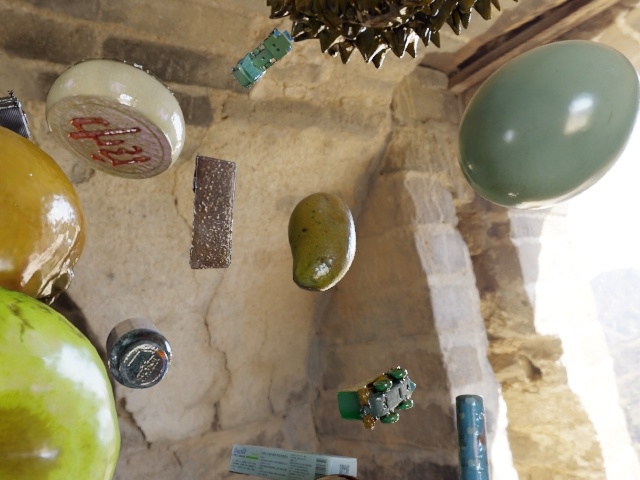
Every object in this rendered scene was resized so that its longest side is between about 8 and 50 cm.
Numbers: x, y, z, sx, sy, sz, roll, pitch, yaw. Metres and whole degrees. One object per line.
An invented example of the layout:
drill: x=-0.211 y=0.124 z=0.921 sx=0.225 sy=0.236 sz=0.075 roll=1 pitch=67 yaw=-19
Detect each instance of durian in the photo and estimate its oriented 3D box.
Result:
durian: x=0.052 y=-0.211 z=0.412 sx=0.191 sy=0.112 sz=0.341 roll=23 pitch=3 yaw=-35

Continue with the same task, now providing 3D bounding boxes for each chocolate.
chocolate: x=-0.294 y=-0.079 z=1.343 sx=0.112 sy=0.320 sz=0.112 roll=3 pitch=1 yaw=-5

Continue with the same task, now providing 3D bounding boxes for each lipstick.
lipstick: x=0.244 y=0.331 z=0.774 sx=0.048 sy=0.157 sz=0.048 roll=5 pitch=-31 yaw=3

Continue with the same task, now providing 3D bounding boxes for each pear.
pear: x=-0.415 y=0.228 z=0.478 sx=0.392 sy=0.390 sz=0.391 roll=-7 pitch=-11 yaw=-1

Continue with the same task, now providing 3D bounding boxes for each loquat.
loquat: x=-0.528 y=-0.019 z=0.722 sx=0.329 sy=0.327 sz=0.328 roll=-7 pitch=-11 yaw=-1

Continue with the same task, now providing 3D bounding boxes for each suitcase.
suitcase: x=-0.819 y=-0.319 z=1.261 sx=0.086 sy=0.059 sz=0.126 roll=-22 pitch=-35 yaw=-28

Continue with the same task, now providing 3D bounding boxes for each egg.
egg: x=0.226 y=-0.115 z=0.483 sx=0.192 sy=0.149 sz=0.149 roll=-43 pitch=-7 yaw=-8

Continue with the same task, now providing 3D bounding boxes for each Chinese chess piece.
Chinese chess piece: x=-0.421 y=-0.245 z=1.009 sx=0.271 sy=0.112 sz=0.270 roll=5 pitch=-32 yaw=3

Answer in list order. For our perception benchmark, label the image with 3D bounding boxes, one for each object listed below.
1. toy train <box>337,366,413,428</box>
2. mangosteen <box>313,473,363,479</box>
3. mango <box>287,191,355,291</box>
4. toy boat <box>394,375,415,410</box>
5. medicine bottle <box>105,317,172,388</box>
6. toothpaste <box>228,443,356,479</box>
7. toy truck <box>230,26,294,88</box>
toy train: x=0.130 y=0.362 z=1.126 sx=0.137 sy=0.091 sz=0.228 roll=-13 pitch=-3 yaw=32
mangosteen: x=0.031 y=0.506 z=0.815 sx=0.210 sy=0.209 sz=0.210 roll=-7 pitch=-11 yaw=-1
mango: x=0.007 y=-0.003 z=1.294 sx=0.177 sy=0.329 sz=0.175 roll=-19 pitch=-52 yaw=10
toy boat: x=0.231 y=0.490 z=1.561 sx=0.091 sy=0.110 sz=0.174 roll=-43 pitch=-21 yaw=-39
medicine bottle: x=-0.444 y=0.275 z=1.176 sx=0.142 sy=0.141 sz=0.293 roll=-2 pitch=0 yaw=-25
toothpaste: x=-0.073 y=0.497 z=1.066 sx=0.081 sy=0.067 sz=0.337 roll=26 pitch=-30 yaw=-38
toy truck: x=-0.138 y=-0.430 z=1.147 sx=0.175 sy=0.081 sz=0.067 roll=-21 pitch=-57 yaw=41
